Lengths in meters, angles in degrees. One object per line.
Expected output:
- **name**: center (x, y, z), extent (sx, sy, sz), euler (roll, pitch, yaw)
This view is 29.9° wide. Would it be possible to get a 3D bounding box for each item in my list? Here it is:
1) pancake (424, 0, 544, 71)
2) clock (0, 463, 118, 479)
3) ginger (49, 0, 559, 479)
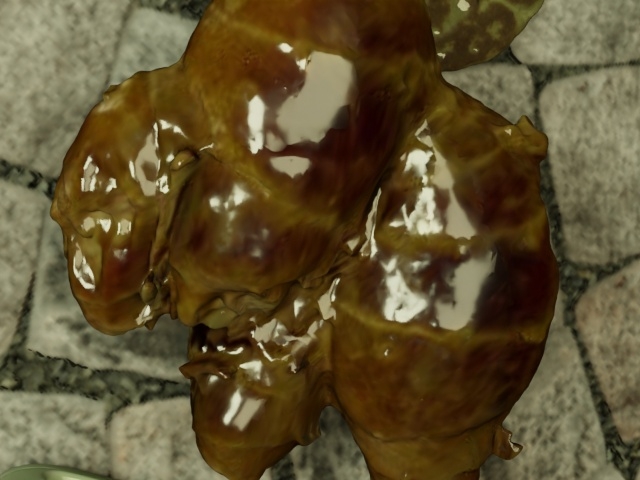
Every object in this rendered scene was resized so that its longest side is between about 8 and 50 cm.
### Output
- **pancake**: center (0.056, -0.230, 0.785), extent (0.250, 0.031, 0.250), euler (-1, 94, -19)
- **clock**: center (-0.124, 0.224, 0.729), extent (0.191, 0.062, 0.151), euler (14, 88, -20)
- **ginger**: center (0.009, 0.007, 0.711), extent (0.274, 0.152, 0.357), euler (-41, 110, -12)
